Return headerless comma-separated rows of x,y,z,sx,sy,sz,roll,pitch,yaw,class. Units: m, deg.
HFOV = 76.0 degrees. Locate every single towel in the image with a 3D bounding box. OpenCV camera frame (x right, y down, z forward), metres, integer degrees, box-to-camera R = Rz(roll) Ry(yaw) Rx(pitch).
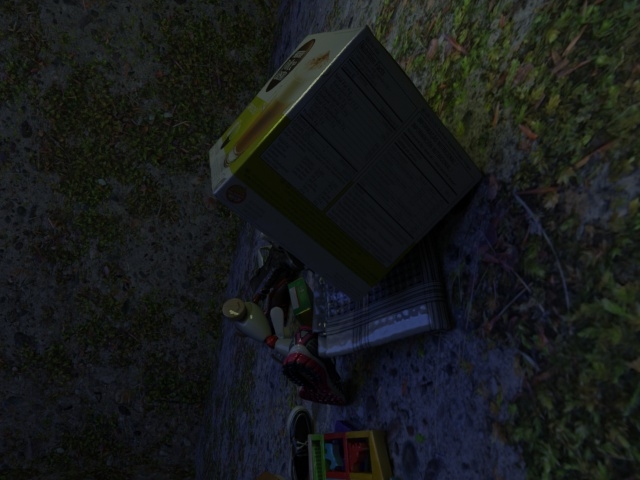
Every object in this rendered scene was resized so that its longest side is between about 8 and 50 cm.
0.101,0.078,0.880,0.324,0.056,0.312,-26,53,36,towel

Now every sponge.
0.061,0.550,0.969,0.117,0.031,0.210,159,120,-66,sponge

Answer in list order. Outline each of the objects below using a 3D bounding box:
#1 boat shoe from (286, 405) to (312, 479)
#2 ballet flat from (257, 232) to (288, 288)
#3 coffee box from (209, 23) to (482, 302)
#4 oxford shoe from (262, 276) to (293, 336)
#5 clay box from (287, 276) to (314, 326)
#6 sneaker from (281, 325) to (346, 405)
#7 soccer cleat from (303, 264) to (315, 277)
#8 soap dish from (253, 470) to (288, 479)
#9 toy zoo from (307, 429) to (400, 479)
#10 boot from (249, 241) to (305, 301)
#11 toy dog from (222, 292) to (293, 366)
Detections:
-0.052,0.601,1.195,0.070,0.078,0.219,166,104,-69,boat shoe
-0.206,0.018,1.784,0.139,0.139,0.400,130,144,-54,ballet flat
0.024,-0.157,0.801,0.334,0.338,0.337,-47,28,7,coffee box
-0.160,0.269,1.647,0.098,0.097,0.271,38,114,29,oxford shoe
-0.011,0.218,1.097,0.127,0.053,0.222,-110,-7,-56,clay box
0.001,0.324,1.012,0.299,0.121,0.112,73,-154,-47,sneaker
0.001,0.001,1.341,0.121,0.093,0.289,-36,34,19,soccer cleat
-0.121,0.805,1.151,0.291,0.118,0.228,-36,62,60,soap dish
0.068,0.521,0.892,0.293,0.030,0.192,-34,51,46,toy zoo
-0.174,0.136,1.580,0.229,0.091,0.263,-59,31,3,boot
-0.185,0.297,1.478,0.161,0.334,0.220,-53,-8,-28,toy dog
